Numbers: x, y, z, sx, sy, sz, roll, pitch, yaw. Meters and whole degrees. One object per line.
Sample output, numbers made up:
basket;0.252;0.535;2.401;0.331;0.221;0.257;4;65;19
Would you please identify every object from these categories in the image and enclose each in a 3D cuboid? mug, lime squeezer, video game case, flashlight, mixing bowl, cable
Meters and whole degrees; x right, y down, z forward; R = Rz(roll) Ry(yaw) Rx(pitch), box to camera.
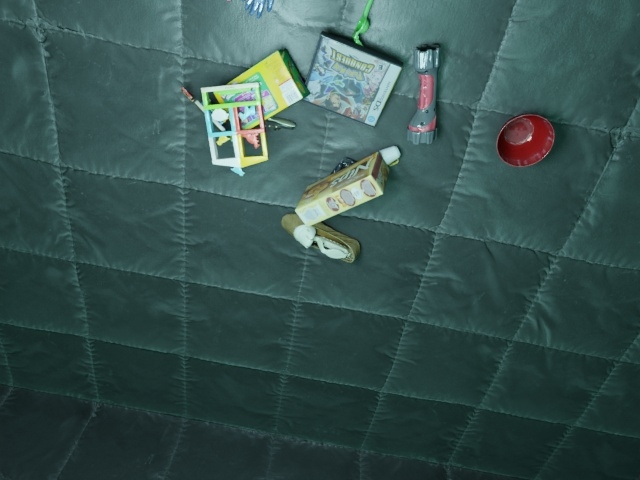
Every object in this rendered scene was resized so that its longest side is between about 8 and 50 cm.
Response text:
mug;0.252;-0.306;1.737;0.064;0.078;0.062;-25;85;12
lime squeezer;0.153;-0.646;1.517;0.110;0.059;0.310;-3;122;9
video game case;0.094;-0.516;1.585;0.275;0.035;0.248;19;138;-6
flashlight;0.335;-0.471;1.584;0.103;0.103;0.304;0;125;10
mixing bowl;0.675;-0.349;1.625;0.181;0.098;0.181;4;124;5
cable;0.127;-0.217;1.808;0.184;0.047;0.150;26;123;-11

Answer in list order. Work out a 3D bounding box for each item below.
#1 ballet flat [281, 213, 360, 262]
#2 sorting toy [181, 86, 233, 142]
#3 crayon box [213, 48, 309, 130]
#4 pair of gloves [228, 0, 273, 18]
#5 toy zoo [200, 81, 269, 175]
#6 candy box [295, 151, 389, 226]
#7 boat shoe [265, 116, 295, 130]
ballet flat;0.000;0.000;1.920;0.342;0.124;0.116;26;122;-10
sorting toy;-0.372;-0.438;1.676;0.046;0.132;0.274;-45;100;-2
crayon box;-0.198;-0.489;1.617;0.278;0.081;0.165;-23;105;25
pair of gloves;-0.227;-0.791;1.487;0.198;0.023;0.159;27;121;-12
toy zoo;-0.276;-0.361;1.601;0.192;0.030;0.293;-4;108;7
candy box;0.077;-0.178;1.708;0.316;0.183;0.087;-22;117;29
boat shoe;-0.153;-0.411;1.712;0.133;0.049;0.042;14;120;6
